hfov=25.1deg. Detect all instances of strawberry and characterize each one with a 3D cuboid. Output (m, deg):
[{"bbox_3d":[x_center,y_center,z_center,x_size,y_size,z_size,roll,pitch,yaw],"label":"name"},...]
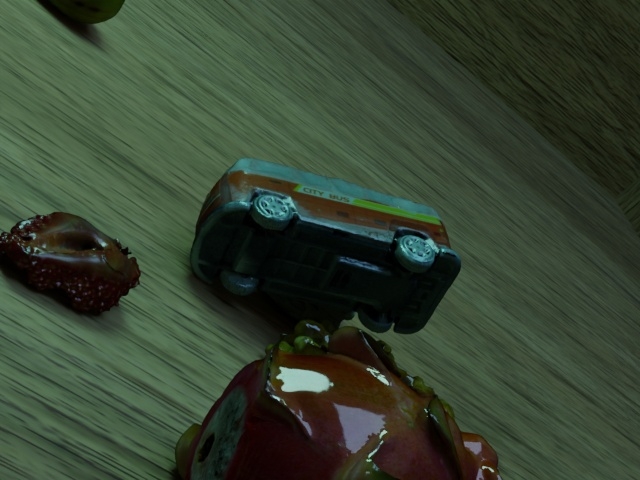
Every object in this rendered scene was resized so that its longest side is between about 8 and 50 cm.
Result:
[{"bbox_3d":[-0.206,0.012,1.201,0.104,0.048,0.152,49,14,19],"label":"strawberry"}]

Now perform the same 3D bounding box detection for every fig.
[{"bbox_3d":[-0.294,-0.308,1.641,0.166,0.093,0.093,27,26,-45],"label":"fig"}]

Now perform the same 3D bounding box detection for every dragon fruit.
[{"bbox_3d":[0.013,0.181,1.073,0.227,0.224,0.224,33,21,-23],"label":"dragon fruit"}]

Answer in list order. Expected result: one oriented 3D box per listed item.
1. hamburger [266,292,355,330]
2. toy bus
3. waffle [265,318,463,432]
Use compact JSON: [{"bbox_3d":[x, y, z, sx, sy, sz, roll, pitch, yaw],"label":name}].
[{"bbox_3d":[-0.014,0.040,1.564,0.133,0.062,0.140,43,16,-16],"label":"hamburger"},{"bbox_3d":[0.000,0.000,1.456,0.265,0.121,0.120,14,40,-17],"label":"toy bus"},{"bbox_3d":[0.084,0.199,1.432,0.259,0.069,0.293,17,35,-56],"label":"waffle"}]
